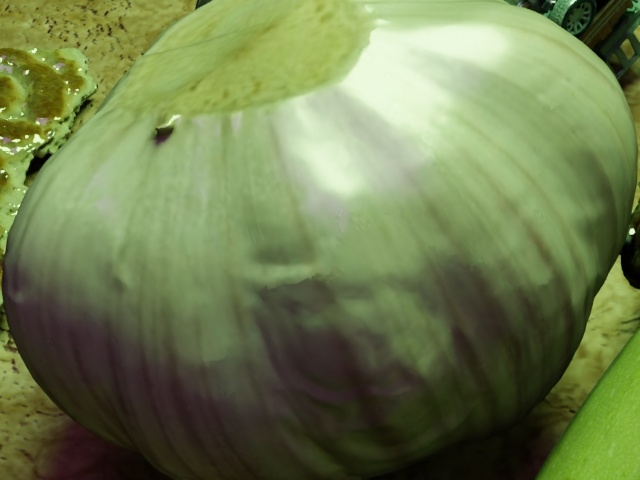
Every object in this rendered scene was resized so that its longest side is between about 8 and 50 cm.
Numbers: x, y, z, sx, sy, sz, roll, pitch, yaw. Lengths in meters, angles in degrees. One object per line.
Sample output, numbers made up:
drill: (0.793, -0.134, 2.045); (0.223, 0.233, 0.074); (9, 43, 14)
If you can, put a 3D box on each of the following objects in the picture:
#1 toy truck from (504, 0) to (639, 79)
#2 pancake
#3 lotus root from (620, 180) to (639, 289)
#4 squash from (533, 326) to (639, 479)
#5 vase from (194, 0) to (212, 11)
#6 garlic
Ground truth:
toy truck: (0.128, -0.113, 1.151); (0.178, 0.115, 0.080); (-47, 54, -4)
pancake: (-0.228, -0.045, 1.181); (0.244, 0.057, 0.266); (-31, 54, -32)
lotus root: (0.339, -0.015, 0.935); (0.397, 0.179, 0.196); (0, 64, 33)
squash: (0.159, 0.105, 0.883); (0.094, 0.094, 0.341); (29, 83, 30)
vase: (-0.024, -0.156, 1.214); (0.120, 0.120, 0.183); (-8, 32, 0)
garlic: (0.000, 0.000, 0.962); (0.317, 0.259, 0.317); (-26, 28, 15)
